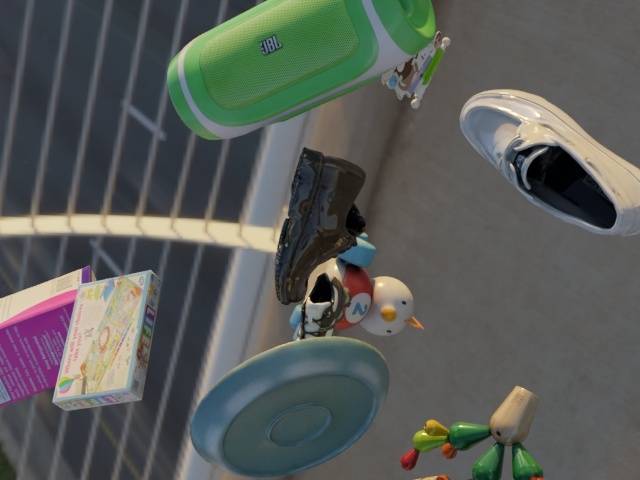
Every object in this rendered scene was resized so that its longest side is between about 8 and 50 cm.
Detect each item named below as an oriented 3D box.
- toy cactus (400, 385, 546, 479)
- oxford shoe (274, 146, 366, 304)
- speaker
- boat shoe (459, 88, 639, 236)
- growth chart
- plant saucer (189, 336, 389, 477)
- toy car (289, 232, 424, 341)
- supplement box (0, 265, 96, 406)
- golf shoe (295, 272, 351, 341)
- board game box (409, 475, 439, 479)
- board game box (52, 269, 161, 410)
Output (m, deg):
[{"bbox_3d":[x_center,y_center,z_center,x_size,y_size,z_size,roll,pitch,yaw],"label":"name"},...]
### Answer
[{"bbox_3d":[0.212,0.266,1.266,0.219,0.112,0.180,21,79,49],"label":"toy cactus"},{"bbox_3d":[0.000,0.000,1.149,0.227,0.096,0.082,109,169,-46],"label":"oxford shoe"},{"bbox_3d":[-0.026,-0.213,1.124,0.297,0.131,0.131,-20,71,28],"label":"speaker"},{"bbox_3d":[0.244,-0.085,1.109,0.267,0.088,0.096,44,126,32],"label":"boat shoe"},{"bbox_3d":[0.147,-0.320,1.660,0.021,0.237,0.171,17,77,28],"label":"growth chart"},{"bbox_3d":[-0.037,0.265,1.508,0.317,0.318,0.043,-59,40,34],"label":"plant saucer"},{"bbox_3d":[0.095,0.117,1.866,0.210,0.238,0.219,-113,47,-77],"label":"toy car"},{"bbox_3d":[-0.395,0.136,1.349,0.111,0.220,0.113,-123,15,-67],"label":"supplement box"},{"bbox_3d":[-0.012,0.143,1.620,0.077,0.094,0.198,4,61,21],"label":"golf shoe"},{"bbox_3d":[0.091,0.435,1.669,0.194,0.147,0.045,-14,81,21],"label":"board game box"},{"bbox_3d":[-0.242,0.113,1.147,0.104,0.026,0.154,-11,54,22],"label":"board game box"}]
